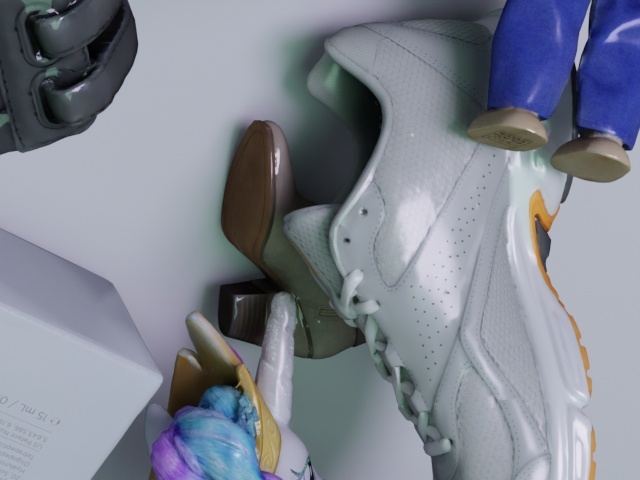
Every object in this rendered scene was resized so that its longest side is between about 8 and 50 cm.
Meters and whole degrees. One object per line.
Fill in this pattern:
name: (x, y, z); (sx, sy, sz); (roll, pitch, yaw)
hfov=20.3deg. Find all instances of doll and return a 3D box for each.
doll: (0.111, -0.125, 0.734); (0.129, 0.046, 0.189); (18, 77, -11)

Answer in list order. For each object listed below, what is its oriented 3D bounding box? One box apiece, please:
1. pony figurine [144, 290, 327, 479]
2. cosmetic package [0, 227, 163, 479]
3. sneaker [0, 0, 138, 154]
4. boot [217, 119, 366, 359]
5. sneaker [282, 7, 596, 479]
pony figurine: (-0.035, 0.246, 0.819); (0.351, 0.303, 0.363); (-54, 129, -17)
cosmetic package: (-0.296, 0.073, 0.693); (0.377, 0.097, 0.284); (29, 102, -32)
sneaker: (-0.074, -0.120, 0.535); (0.295, 0.104, 0.147); (-25, 120, 27)
boot: (0.000, 0.000, 0.813); (0.087, 0.042, 0.118); (-3, 120, -28)
sneaker: (0.042, 0.029, 0.763); (0.121, 0.099, 0.262); (1, 79, -18)
